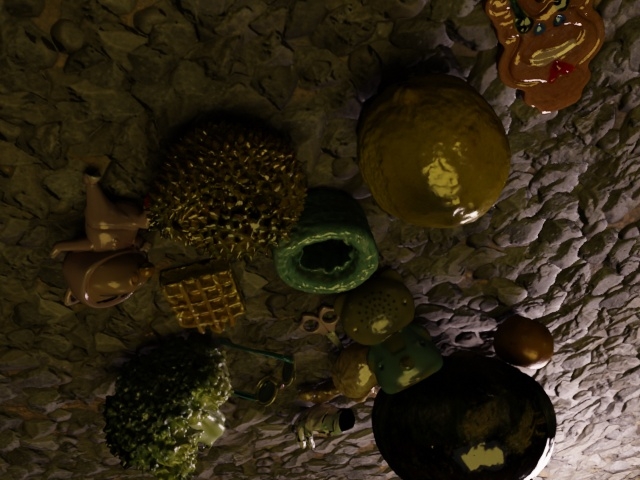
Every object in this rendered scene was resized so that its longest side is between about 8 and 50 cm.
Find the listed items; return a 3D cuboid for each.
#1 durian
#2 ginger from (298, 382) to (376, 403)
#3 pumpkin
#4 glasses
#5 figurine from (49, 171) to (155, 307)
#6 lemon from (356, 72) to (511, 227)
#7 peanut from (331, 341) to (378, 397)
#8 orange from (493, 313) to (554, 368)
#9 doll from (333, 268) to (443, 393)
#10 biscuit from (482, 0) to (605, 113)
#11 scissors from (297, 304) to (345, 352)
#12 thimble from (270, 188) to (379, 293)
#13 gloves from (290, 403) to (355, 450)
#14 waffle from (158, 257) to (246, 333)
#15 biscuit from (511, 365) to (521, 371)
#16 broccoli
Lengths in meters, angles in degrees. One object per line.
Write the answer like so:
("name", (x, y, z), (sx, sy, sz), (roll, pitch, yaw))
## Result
("durian", (-0.170, -0.085, 1.342), (0.292, 0.258, 0.258), (4, 134, -2))
("ginger", (0.055, 0.400, 2.000), (0.193, 0.053, 0.176), (22, 126, -40))
("pumpkin", (0.355, 0.448, 1.841), (0.454, 0.454, 0.344), (0, 94, -13))
("glasses", (-0.183, 0.315, 1.869), (0.220, 0.088, 0.190), (33, 123, -13))
("figurine", (-0.407, 0.017, 1.433), (0.176, 0.186, 0.287), (-1, 122, -48))
("lemon", (0.207, -0.152, 1.336), (0.268, 0.268, 0.322), (-27, 122, 14))
("peanut", (0.137, 0.292, 1.845), (0.253, 0.122, 0.137), (-35, 152, 2))
("orange", (0.524, 0.260, 1.903), (0.154, 0.154, 0.134), (9, 95, -21))
("doll", (0.157, 0.210, 1.707), (0.177, 0.261, 0.161), (-28, 175, 3))
("biscuit", (0.409, -0.364, 1.327), (0.202, 0.047, 0.334), (-21, 135, 8))
("scissors", (0.027, 0.233, 1.845), (0.110, 0.021, 0.212), (-27, 134, 9))
("thimble", (0.000, 0.000, 1.523), (0.235, 0.143, 0.198), (15, 128, -26))
("gloves", (-0.008, 0.502, 2.035), (0.212, 0.127, 0.111), (-11, 116, 36))
("waffle", (-0.257, 0.137, 1.661), (0.160, 0.055, 0.211), (-13, 136, -2))
("biscuit", (0.444, 0.411, 2.103), (0.260, 0.041, 0.203), (-17, 134, 10))
("broccoli", (-0.345, 0.397, 1.764), (0.348, 0.293, 0.281), (-52, 129, -15))
